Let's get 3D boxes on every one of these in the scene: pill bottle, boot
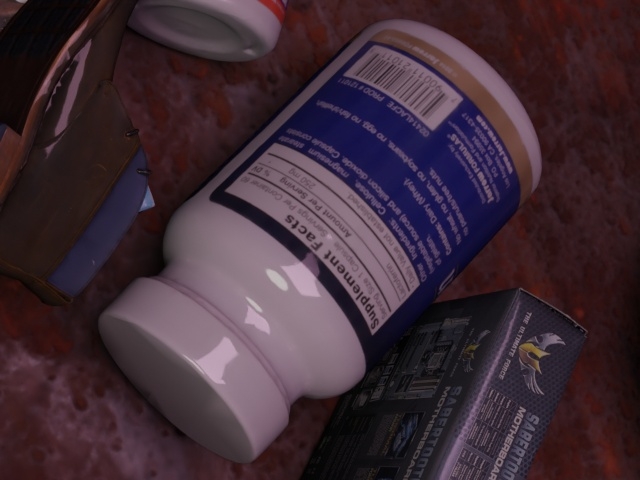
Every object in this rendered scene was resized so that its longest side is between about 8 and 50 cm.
[{"bbox_3d":[-0.056,-0.219,1.042,0.108,0.108,0.193,20,75,-20],"label":"pill bottle"},{"bbox_3d":[-0.139,-0.070,0.953,0.106,0.082,0.219,48,62,-36],"label":"boot"},{"bbox_3d":[0.000,0.000,1.013,0.264,0.153,0.153,-45,101,-22],"label":"pill bottle"}]

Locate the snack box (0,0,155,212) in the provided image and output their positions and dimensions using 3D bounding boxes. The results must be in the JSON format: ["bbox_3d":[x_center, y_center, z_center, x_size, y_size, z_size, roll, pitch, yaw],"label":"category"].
[{"bbox_3d":[-0.275,-0.056,0.949,0.322,0.060,0.187,-20,91,-25],"label":"snack box"}]

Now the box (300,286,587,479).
[{"bbox_3d":[0.050,0.146,0.999,0.059,0.183,0.232,31,71,-17],"label":"box"}]
